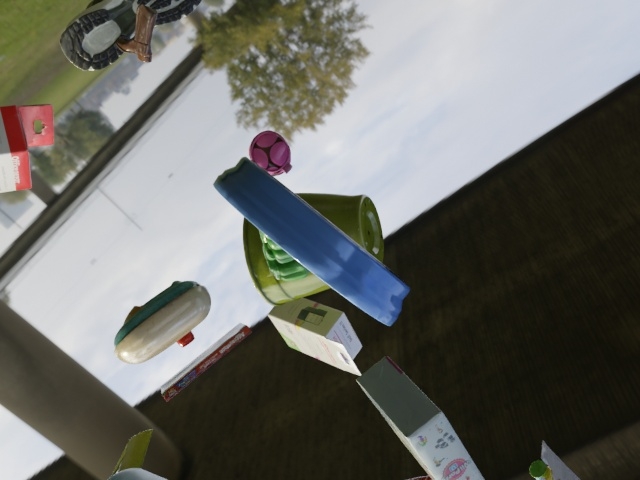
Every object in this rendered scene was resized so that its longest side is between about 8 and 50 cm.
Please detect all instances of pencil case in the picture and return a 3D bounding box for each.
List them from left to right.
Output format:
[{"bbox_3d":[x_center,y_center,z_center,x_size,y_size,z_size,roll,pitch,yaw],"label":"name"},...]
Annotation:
[{"bbox_3d":[-0.106,-0.180,1.447,0.095,0.098,0.209,-57,-174,4],"label":"pencil case"}]

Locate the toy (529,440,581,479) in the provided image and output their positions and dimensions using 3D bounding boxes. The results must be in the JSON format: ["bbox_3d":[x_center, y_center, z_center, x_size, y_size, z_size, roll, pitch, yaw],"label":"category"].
[{"bbox_3d":[0.555,0.590,1.567,0.056,0.237,0.137,-18,-143,36],"label":"toy"}]

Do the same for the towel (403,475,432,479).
[{"bbox_3d":[0.176,0.666,1.664,0.274,0.031,0.199,-26,-174,36],"label":"towel"}]

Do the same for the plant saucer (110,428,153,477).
[{"bbox_3d":[-0.479,0.574,1.621,0.188,0.045,0.188,-61,-168,17],"label":"plant saucer"}]

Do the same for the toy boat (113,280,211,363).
[{"bbox_3d":[-0.395,0.194,1.670,0.267,0.148,0.318,-37,172,-8],"label":"toy boat"}]

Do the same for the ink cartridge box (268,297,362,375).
[{"bbox_3d":[0.007,0.324,2.341,0.353,0.207,0.119,16,-123,39],"label":"ink cartridge box"}]

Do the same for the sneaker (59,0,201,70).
[{"bbox_3d":[-0.470,-0.591,1.657,0.410,0.158,0.182,-35,-140,-7],"label":"sneaker"}]

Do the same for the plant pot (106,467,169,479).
[{"bbox_3d":[-0.351,0.535,1.254,0.234,0.165,0.166,-90,-157,-87],"label":"plant pot"}]

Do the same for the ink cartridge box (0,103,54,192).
[{"bbox_3d":[-0.502,-0.124,0.974,0.231,0.078,0.134,-13,166,-24],"label":"ink cartridge box"}]

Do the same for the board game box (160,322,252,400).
[{"bbox_3d":[-0.313,0.324,1.818,0.281,0.027,0.145,-39,-173,-14],"label":"board game box"}]

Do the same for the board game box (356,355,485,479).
[{"bbox_3d":[0.228,0.428,1.483,0.097,0.303,0.224,-37,-147,-7],"label":"board game box"}]

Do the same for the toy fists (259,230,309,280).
[{"bbox_3d":[-0.086,0.004,1.488,0.096,0.142,0.279,-24,156,-10],"label":"toy fists"}]

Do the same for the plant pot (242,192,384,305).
[{"bbox_3d":[0.000,0.000,2.081,0.352,0.367,0.366,-10,-147,20],"label":"plant pot"}]

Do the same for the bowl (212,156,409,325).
[{"bbox_3d":[-0.008,-0.005,1.151,0.077,0.391,0.391,-51,-158,1],"label":"bowl"}]

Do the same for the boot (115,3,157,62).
[{"bbox_3d":[-0.378,-0.439,1.375,0.037,0.106,0.114,-35,148,-48],"label":"boot"}]
